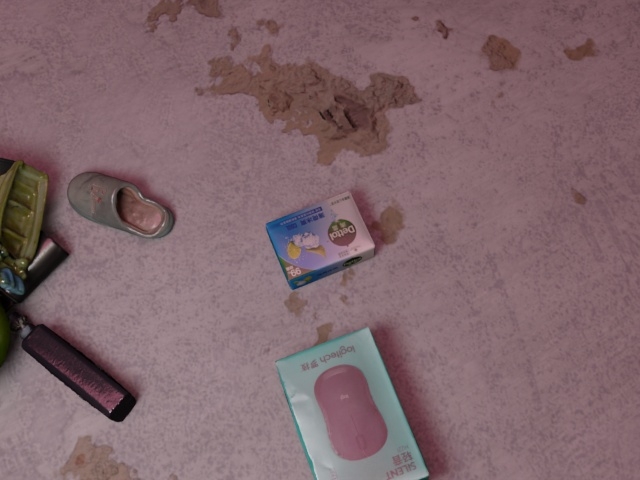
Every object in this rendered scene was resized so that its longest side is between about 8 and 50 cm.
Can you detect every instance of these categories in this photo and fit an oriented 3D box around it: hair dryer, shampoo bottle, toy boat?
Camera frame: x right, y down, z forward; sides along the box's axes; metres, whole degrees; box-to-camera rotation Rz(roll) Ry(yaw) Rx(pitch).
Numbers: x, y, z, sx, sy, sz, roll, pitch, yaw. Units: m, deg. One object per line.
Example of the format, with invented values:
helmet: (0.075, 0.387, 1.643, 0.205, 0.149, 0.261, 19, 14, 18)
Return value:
hair dryer: (-0.687, 0.027, 1.593, 0.248, 0.078, 0.195, 37, 76, 23)
shampoo bottle: (-0.508, 0.244, 1.485, 0.310, 0.098, 0.071, 34, 75, 12)
toy boat: (-0.624, -0.024, 1.502, 0.084, 0.111, 0.276, -12, 62, 23)

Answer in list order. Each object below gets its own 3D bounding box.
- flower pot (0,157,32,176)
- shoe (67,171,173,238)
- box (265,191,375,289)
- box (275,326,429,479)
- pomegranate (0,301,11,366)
flower pot: (-0.705, -0.117, 1.598, 0.158, 0.157, 0.106, 5, 81, 4)
shoe: (-0.437, -0.082, 1.598, 0.251, 0.100, 0.103, 22, 73, 6)
box: (-0.001, 0.000, 1.568, 0.194, 0.073, 0.139, -22, 71, -6)
box: (0.056, 0.344, 1.422, 0.205, 0.118, 0.311, -20, 71, -3)
pomegranate: (-0.713, 0.208, 1.442, 0.216, 0.310, 0.358, -32, 112, -44)
